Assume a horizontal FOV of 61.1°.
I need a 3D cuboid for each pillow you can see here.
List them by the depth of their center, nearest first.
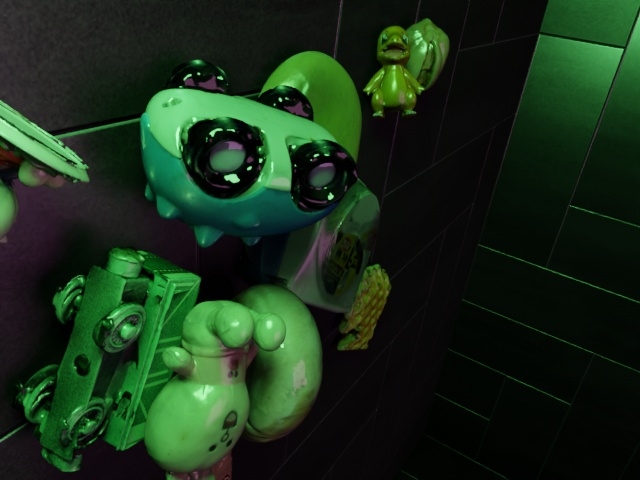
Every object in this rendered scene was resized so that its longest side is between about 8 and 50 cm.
[{"bbox_3d":[-0.218,0.481,1.059,0.126,0.043,0.233,-36,143,-41],"label":"pillow"}]

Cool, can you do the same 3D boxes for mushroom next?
[{"bbox_3d":[-0.122,0.184,0.820,0.243,0.243,0.244,-44,146,-41],"label":"mushroom"}]

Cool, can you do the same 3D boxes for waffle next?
[{"bbox_3d":[0.122,0.186,1.476,0.261,0.056,0.250,25,87,-63],"label":"waffle"}]

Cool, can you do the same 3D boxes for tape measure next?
[{"bbox_3d":[0.000,0.002,0.994,0.262,0.138,0.259,-66,156,-3],"label":"tape measure"}]

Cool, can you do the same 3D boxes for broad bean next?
[{"bbox_3d":[-0.018,-0.155,0.824,0.189,0.121,0.263,20,90,-31],"label":"broad bean"}]

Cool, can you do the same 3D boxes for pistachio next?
[{"bbox_3d":[0.211,-0.387,1.149,0.113,0.113,0.149,-41,159,-44],"label":"pistachio"}]

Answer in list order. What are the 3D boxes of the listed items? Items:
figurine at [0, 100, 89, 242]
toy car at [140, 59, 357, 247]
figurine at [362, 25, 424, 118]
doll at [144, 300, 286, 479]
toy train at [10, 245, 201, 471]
[{"bbox_3d":[-0.284,-0.033,0.441,0.154,0.132,0.132,-54,154,-3],"label":"figurine"},{"bbox_3d":[-0.094,-0.084,0.652,0.255,0.188,0.190,4,127,-33],"label":"toy car"},{"bbox_3d":[0.146,-0.335,1.085,0.122,0.121,0.176,-80,170,-67],"label":"figurine"},{"bbox_3d":[-0.139,0.184,0.669,0.154,0.113,0.275,0,117,-54],"label":"doll"},{"bbox_3d":[-0.249,0.130,0.640,0.270,0.115,0.154,-72,163,7],"label":"toy train"}]
